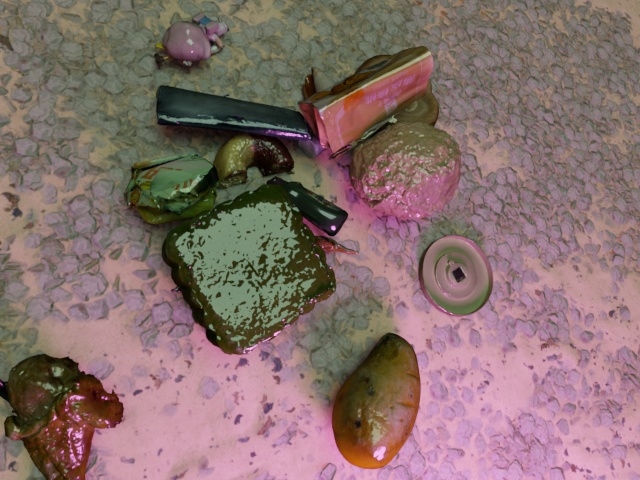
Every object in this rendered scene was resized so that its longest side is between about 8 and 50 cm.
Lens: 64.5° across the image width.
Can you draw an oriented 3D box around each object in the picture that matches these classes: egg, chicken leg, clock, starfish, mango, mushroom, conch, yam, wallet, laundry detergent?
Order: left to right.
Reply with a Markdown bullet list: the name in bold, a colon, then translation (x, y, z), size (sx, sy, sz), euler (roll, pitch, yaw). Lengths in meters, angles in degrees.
- **chicken leg**: translation (-0.492, 0.390, 1.008), size (0.212, 0.140, 0.360), euler (-22, 93, -3)
- **wallet**: translation (-0.224, -0.325, 1.299), size (0.380, 0.046, 0.190), euler (4, 33, -17)
- **laundry detergent**: translation (-0.038, -0.097, 1.309), size (0.222, 0.144, 0.078), euler (32, 99, 5)
- **starfish**: translation (0.000, 0.000, 1.278), size (0.208, 0.176, 0.053), euler (33, 85, 31)
- **conch**: translation (0.004, -0.419, 1.435), size (0.176, 0.104, 0.094), euler (54, 37, 6)
- **yam**: translation (0.022, -0.296, 1.418), size (0.169, 0.068, 0.068), euler (-38, 89, -23)
- **mango**: translation (0.144, 0.381, 1.220), size (0.329, 0.176, 0.176), euler (-50, 126, -44)
- **mushroom**: translation (0.221, -0.420, 1.478), size (0.279, 0.146, 0.278), euler (6, 66, -14)
- **egg**: translation (0.230, -0.184, 1.355), size (0.311, 0.279, 0.279), euler (-21, 82, -16)
- **clock**: translation (0.390, 0.099, 1.451), size (0.235, 0.029, 0.234), euler (5, 73, -18)

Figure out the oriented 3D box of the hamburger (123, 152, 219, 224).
- **hamburger**: translation (-0.339, -0.109, 1.175), size (0.214, 0.125, 0.235), euler (-27, 48, -21)

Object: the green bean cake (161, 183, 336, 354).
- **green bean cake**: translation (-0.173, 0.069, 1.177), size (0.335, 0.218, 0.318), euler (-28, 93, -18)

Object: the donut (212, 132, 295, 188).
- **donut**: translation (-0.180, -0.219, 1.315), size (0.217, 0.085, 0.141), euler (-22, 83, -22)

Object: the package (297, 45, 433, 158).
- **package**: translation (0.128, -0.351, 1.308), size (0.311, 0.221, 0.164), euler (-30, 111, -6)

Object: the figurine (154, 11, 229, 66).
- **figurine**: translation (-0.335, -0.534, 1.345), size (0.137, 0.112, 0.229), euler (41, 56, 1)
